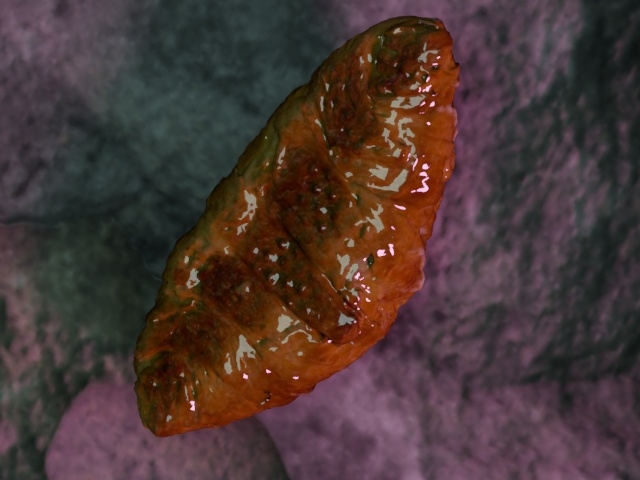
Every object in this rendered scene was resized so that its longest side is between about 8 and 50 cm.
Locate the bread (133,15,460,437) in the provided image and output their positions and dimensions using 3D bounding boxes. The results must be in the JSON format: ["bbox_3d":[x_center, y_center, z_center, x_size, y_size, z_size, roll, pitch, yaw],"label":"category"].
[{"bbox_3d":[0.000,0.000,0.840,0.105,0.076,0.233,42,108,22],"label":"bread"}]
